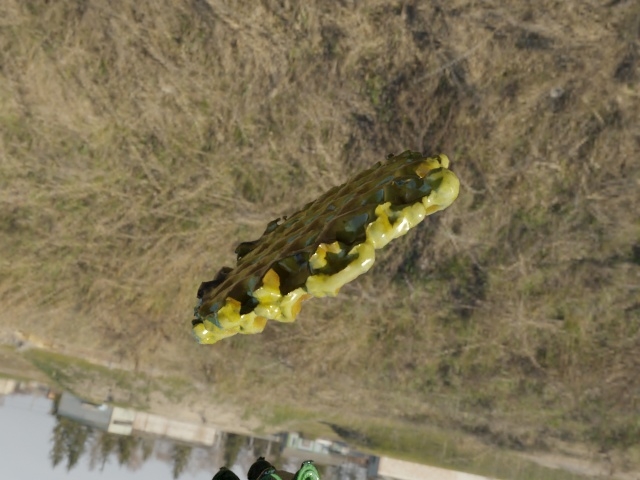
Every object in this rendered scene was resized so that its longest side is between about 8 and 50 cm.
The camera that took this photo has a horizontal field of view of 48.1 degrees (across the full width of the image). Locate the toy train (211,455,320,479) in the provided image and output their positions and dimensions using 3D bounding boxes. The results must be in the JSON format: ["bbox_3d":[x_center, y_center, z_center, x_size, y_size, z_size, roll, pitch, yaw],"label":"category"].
[{"bbox_3d":[-0.099,0.507,1.308,0.145,0.202,0.266,-9,168,34],"label":"toy train"}]

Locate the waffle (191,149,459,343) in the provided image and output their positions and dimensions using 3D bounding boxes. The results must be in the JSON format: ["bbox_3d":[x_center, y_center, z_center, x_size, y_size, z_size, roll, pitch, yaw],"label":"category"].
[{"bbox_3d":[-0.002,-0.003,0.740,0.060,0.307,0.312,58,179,-9],"label":"waffle"}]

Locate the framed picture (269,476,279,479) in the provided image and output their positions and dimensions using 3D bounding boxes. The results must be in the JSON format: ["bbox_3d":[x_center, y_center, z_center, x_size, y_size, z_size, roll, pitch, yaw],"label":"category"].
[{"bbox_3d":[-0.035,0.531,1.132,0.217,0.274,0.017,42,118,-11],"label":"framed picture"}]
